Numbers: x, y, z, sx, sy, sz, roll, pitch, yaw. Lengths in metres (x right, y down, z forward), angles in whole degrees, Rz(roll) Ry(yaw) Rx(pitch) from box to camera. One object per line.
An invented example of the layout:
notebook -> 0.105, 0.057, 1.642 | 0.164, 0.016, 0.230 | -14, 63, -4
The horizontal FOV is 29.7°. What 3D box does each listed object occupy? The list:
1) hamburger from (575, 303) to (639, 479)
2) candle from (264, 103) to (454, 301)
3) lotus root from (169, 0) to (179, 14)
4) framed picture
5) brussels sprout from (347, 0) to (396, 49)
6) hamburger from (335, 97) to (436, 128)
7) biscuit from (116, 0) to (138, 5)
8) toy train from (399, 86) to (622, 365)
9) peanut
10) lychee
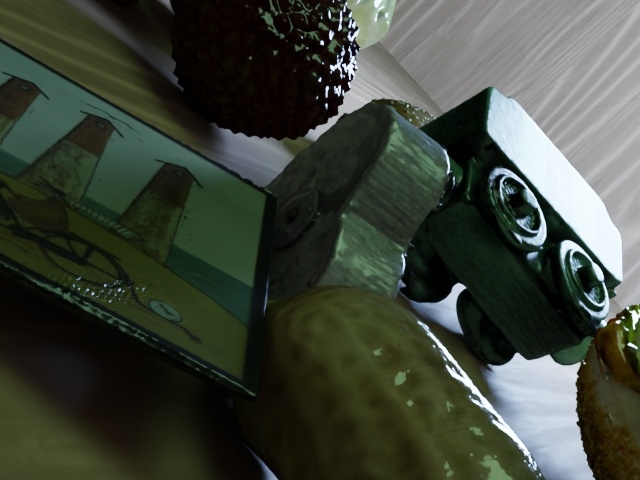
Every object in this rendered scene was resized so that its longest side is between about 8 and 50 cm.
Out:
hamburger -> 0.356, 0.202, 1.184 | 0.276, 0.179, 0.294 | -2, 75, -65
candle -> 0.000, 0.000, 0.831 | 0.068, 0.192, 0.168 | 39, -29, -24
lotus root -> -0.074, -0.267, 1.334 | 0.141, 0.169, 0.314 | 39, 19, -56
framed picture -> -0.134, -0.036, 0.664 | 0.244, 0.013, 0.324 | 30, 16, -10
brussels sprout -> -0.012, -0.420, 1.771 | 0.328, 0.328, 0.247 | 55, -16, 34
hamburger -> 0.102, -0.088, 1.453 | 0.215, 0.122, 0.189 | 21, 31, -55
biscuit -> -0.285, -0.358, 1.222 | 0.301, 0.049, 0.197 | 40, 12, -20
toy train -> 0.197, -0.007, 1.301 | 0.299, 0.167, 0.238 | 46, 35, -24
peanut -> 0.027, 0.111, 0.619 | 0.122, 0.137, 0.253 | -15, 50, -25
lychee -> -0.046, -0.174, 1.109 | 0.188, 0.188, 0.188 | 43, 13, -13
